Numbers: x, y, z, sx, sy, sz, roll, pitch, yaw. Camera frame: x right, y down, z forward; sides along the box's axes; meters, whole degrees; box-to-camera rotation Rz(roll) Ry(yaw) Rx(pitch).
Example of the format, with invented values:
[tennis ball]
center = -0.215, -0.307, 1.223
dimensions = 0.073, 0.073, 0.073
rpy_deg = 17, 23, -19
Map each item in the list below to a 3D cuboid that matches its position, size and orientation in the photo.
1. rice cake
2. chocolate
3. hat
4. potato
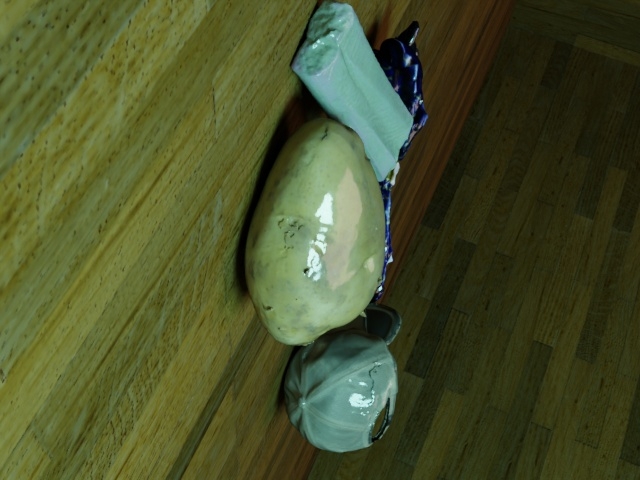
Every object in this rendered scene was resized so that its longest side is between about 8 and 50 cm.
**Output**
[rice cake]
center = 0.036, -0.139, 0.868
dimensions = 0.080, 0.042, 0.222
rpy_deg = -62, 150, -11
[chocolate]
center = 0.063, -0.100, 1.022
dimensions = 0.343, 0.126, 0.148
rpy_deg = -69, 157, -7
[hat]
center = 0.024, 0.203, 1.392
dimensions = 0.232, 0.161, 0.275
rpy_deg = -61, -163, 25
[potato]
center = 0.002, -0.002, 0.863
dimensions = 0.161, 0.128, 0.234
rpy_deg = -12, 121, -65
